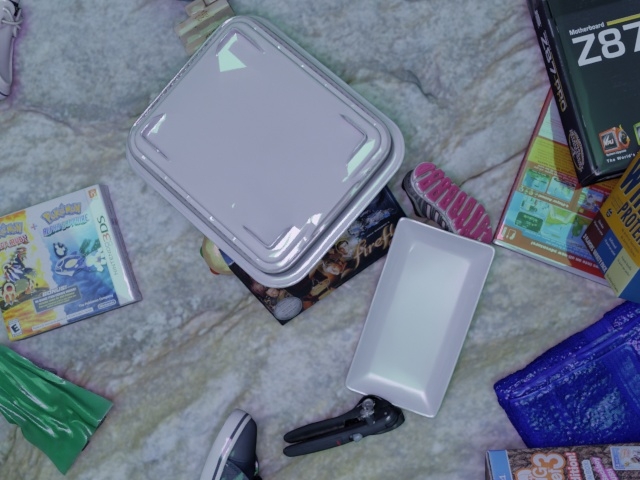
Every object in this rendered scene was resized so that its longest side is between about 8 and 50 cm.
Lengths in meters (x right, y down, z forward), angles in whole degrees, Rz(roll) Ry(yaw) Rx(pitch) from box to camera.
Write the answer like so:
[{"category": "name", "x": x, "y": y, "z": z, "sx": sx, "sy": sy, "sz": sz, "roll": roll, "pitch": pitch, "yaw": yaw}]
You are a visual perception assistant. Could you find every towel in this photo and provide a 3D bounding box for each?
[{"category": "towel", "x": 0.429, "y": 0.225, "z": 1.306, "sx": 0.308, "sy": 0.076, "sz": 0.228, "roll": -32, "pitch": 86, "yaw": 3}]

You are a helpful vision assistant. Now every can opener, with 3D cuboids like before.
[{"category": "can opener", "x": 0.030, "y": 0.278, "z": 1.336, "sx": 0.186, "sy": 0.059, "sz": 0.073, "roll": -20, "pitch": 118, "yaw": 9}]

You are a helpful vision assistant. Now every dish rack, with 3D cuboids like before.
[{"category": "dish rack", "x": -0.085, "y": -0.133, "z": 1.228, "sx": 0.333, "sy": 0.072, "sz": 0.285, "roll": 41, "pitch": 89, "yaw": 14}]

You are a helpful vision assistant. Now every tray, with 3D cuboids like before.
[{"category": "tray", "x": 0.142, "y": 0.112, "z": 1.334, "sx": 0.145, "sy": 0.030, "sz": 0.270, "roll": 19, "pitch": 100, "yaw": 4}]

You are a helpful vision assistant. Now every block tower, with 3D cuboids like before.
[{"category": "block tower", "x": -0.094, "y": -0.195, "z": 1.343, "sx": 0.091, "sy": 0.097, "sz": 0.335, "roll": -30, "pitch": 85, "yaw": 3}]

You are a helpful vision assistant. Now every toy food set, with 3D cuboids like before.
[{"category": "toy food set", "x": -0.139, "y": 0.012, "z": 1.378, "sx": 0.083, "sy": 0.020, "sz": 0.083, "roll": 9, "pitch": 90, "yaw": 4}]

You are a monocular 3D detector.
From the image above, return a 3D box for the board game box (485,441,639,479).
[{"category": "board game box", "x": 0.373, "y": 0.403, "z": 1.226, "sx": 0.291, "sy": 0.141, "sz": 0.232, "roll": -4, "pitch": 123, "yaw": 4}]

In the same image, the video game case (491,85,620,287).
[{"category": "video game case", "x": 0.395, "y": -0.094, "z": 1.338, "sx": 0.204, "sy": 0.025, "sz": 0.285, "roll": 21, "pitch": 90, "yaw": 4}]

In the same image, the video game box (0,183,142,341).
[{"category": "video game box", "x": -0.394, "y": 0.034, "z": 1.385, "sx": 0.205, "sy": 0.048, "sz": 0.187, "roll": -19, "pitch": 85, "yaw": 4}]

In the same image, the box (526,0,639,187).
[{"category": "box", "x": 0.517, "y": -0.276, "z": 1.281, "sx": 0.394, "sy": 0.097, "sz": 0.318, "roll": -13, "pitch": 81, "yaw": 1}]

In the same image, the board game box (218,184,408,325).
[{"category": "board game box", "x": 0.000, "y": 0.000, "z": 1.305, "sx": 0.243, "sy": 0.165, "sz": 0.042, "roll": -35, "pitch": 44, "yaw": 3}]

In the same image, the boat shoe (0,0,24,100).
[{"category": "boat shoe", "x": -0.490, "y": -0.344, "z": 1.377, "sx": 0.088, "sy": 0.096, "sz": 0.268, "roll": -13, "pitch": 80, "yaw": 8}]

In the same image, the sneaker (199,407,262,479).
[{"category": "sneaker", "x": -0.123, "y": 0.404, "z": 1.322, "sx": 0.127, "sy": 0.126, "sz": 0.321, "roll": 19, "pitch": 102, "yaw": 9}]

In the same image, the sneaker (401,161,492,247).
[{"category": "sneaker", "x": 0.181, "y": -0.047, "z": 1.339, "sx": 0.170, "sy": 0.075, "sz": 0.063, "roll": 43, "pitch": 74, "yaw": -18}]

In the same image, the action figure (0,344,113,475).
[{"category": "action figure", "x": -0.436, "y": 0.227, "z": 1.376, "sx": 0.232, "sy": 0.063, "sz": 0.137, "roll": 36, "pitch": 94, "yaw": 0}]

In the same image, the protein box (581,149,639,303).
[{"category": "protein box", "x": 0.496, "y": -0.019, "z": 1.205, "sx": 0.199, "sy": 0.136, "sz": 0.201, "roll": 15, "pitch": 122, "yaw": -19}]
